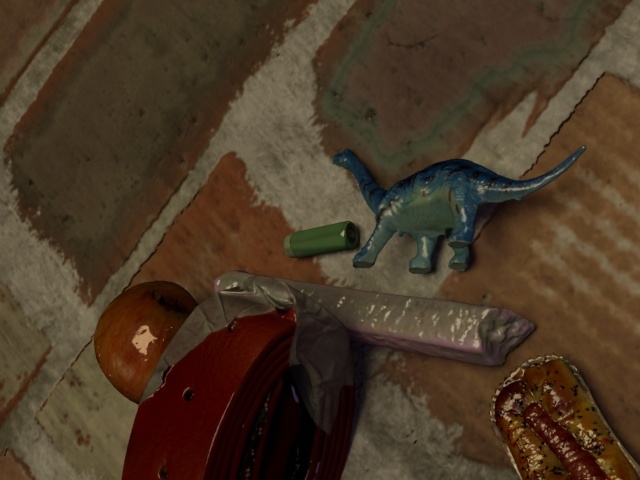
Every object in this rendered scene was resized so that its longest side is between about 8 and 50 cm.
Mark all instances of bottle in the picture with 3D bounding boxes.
[{"bbox_3d":[0.000,0.000,1.636,0.083,0.030,0.030,-11,70,33],"label":"bottle"}]

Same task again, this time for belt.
[{"bbox_3d":[-0.075,0.196,1.507,0.115,0.227,0.324,18,92,35],"label":"belt"}]

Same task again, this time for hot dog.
[{"bbox_3d":[0.226,0.197,1.405,0.108,0.059,0.191,-38,56,15],"label":"hot dog"}]

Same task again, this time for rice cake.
[{"bbox_3d":[0.044,0.078,1.561,0.365,0.073,0.056,8,78,34],"label":"rice cake"}]

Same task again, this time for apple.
[{"bbox_3d":[-0.174,0.111,1.658,0.146,0.146,0.146,-11,70,32],"label":"apple"}]

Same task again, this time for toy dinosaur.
[{"bbox_3d":[0.117,-0.028,1.539,0.329,0.076,0.144,1,69,46],"label":"toy dinosaur"}]
